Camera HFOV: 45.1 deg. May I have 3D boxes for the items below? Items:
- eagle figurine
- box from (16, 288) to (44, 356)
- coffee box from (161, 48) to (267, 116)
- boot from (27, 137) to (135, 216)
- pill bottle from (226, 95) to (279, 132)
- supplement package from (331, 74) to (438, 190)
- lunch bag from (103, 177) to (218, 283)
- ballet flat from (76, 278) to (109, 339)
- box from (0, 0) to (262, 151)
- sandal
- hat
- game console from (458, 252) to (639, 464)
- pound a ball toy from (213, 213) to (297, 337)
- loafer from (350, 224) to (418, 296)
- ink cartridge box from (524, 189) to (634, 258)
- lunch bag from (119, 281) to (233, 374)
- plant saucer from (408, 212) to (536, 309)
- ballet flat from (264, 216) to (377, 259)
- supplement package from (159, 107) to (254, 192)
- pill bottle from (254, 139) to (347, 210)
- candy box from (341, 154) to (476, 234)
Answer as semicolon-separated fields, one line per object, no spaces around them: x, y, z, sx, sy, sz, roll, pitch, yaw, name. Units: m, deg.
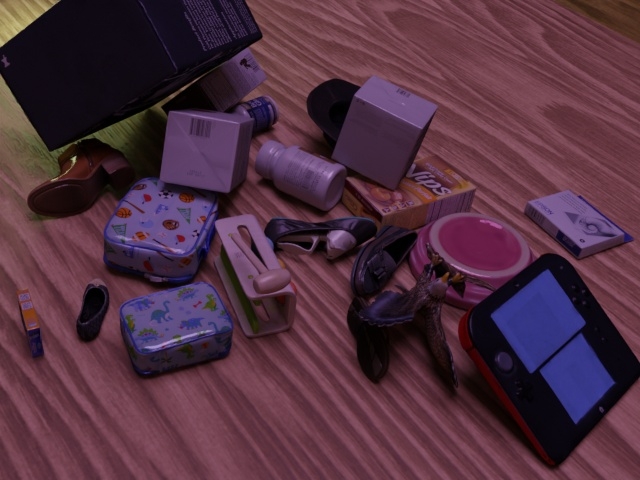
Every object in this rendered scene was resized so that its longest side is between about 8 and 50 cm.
0.225;0.149;1.656;0.226;0.225;0.298;7;48;28;eagle figurine
-0.591;0.173;1.573;0.028;0.081;0.136;-12;43;-23;box
-0.310;-0.439;2.283;0.168;0.119;0.297;-21;21;38;coffee box
-0.640;-0.176;1.978;0.283;0.109;0.220;-30;44;-24;boot
-0.213;-0.364;2.285;0.094;0.094;0.169;36;46;29;pill bottle
0.166;-0.281;2.008;0.194;0.203;0.149;28;40;8;supplement package
-0.368;-0.024;1.832;0.243;0.115;0.303;12;38;1;lunch bag
-0.487;0.140;1.657;0.057;0.049;0.173;3;39;-9;ballet flat
-0.489;-0.511;2.020;0.479;0.298;0.472;-23;11;30;box
0.113;0.209;1.677;0.060;0.090;0.219;16;27;-26;sandal
0.099;-0.320;2.262;0.331;0.134;0.332;12;49;-15;hat
0.489;0.227;1.619;0.386;0.060;0.342;-29;78;-36;game console
-0.130;0.057;1.700;0.135;0.208;0.319;-10;42;-21;pound a ball toy
0.155;0.040;1.847;0.084;0.096;0.267;-2;30;30;loafer
0.717;-0.056;2.120;0.223;0.045;0.223;-15;45;-27;ink cartridge box
-0.301;0.179;1.612;0.218;0.090;0.176;-14;45;-25;lunch bag
0.387;0.036;1.919;0.331;0.084;0.332;5;39;-4;plant saucer
0.000;0.000;1.896;0.280;0.095;0.096;-1;49;5;ballet flat
-0.282;-0.237;1.968;0.177;0.176;0.293;10;11;0;supplement package
-0.055;-0.181;2.063;0.229;0.131;0.131;26;42;20;pill bottle
0.239;-0.124;2.081;0.316;0.088;0.183;-17;45;-28;candy box
